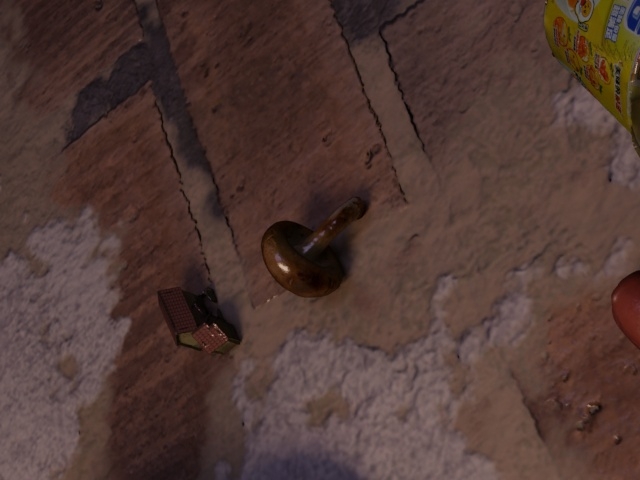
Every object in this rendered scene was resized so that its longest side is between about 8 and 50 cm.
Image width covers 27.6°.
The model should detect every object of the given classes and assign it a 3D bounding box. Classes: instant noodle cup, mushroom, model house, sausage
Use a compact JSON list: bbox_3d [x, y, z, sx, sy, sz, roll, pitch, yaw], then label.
[{"bbox_3d":[0.293,-0.178,1.077,0.205,0.205,0.153,-50,42,11],"label":"instant noodle cup"},{"bbox_3d":[-0.002,0.007,1.296,0.088,0.073,0.129,42,59,19],"label":"mushroom"},{"bbox_3d":[-0.131,0.085,1.362,0.057,0.058,0.083,-39,54,18],"label":"model house"},{"bbox_3d":[0.277,0.066,1.070,0.094,0.059,0.054,48,122,34],"label":"sausage"}]
